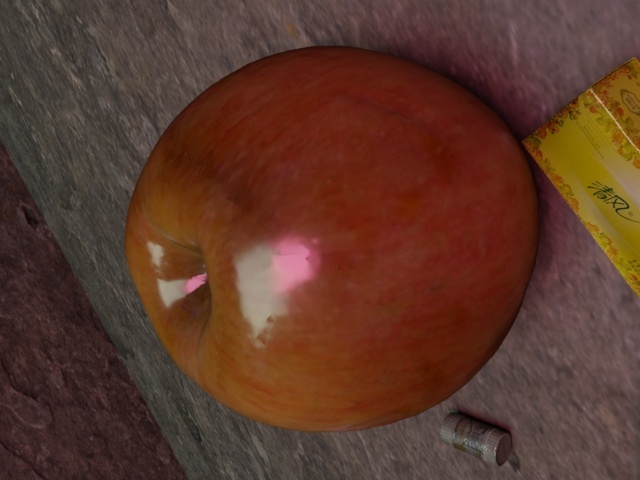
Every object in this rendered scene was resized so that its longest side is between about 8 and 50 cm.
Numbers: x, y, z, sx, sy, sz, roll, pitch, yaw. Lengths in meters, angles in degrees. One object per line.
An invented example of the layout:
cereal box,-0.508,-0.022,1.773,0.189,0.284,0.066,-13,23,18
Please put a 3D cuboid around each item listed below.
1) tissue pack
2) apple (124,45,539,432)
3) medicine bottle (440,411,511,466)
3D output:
tissue pack,0.260,-0.045,0.448,0.176,0.062,0.095,55,162,5
apple,0.000,0.000,0.563,0.391,0.346,0.392,29,132,38
medicine bottle,0.209,0.267,0.739,0.083,0.047,0.047,10,121,45
